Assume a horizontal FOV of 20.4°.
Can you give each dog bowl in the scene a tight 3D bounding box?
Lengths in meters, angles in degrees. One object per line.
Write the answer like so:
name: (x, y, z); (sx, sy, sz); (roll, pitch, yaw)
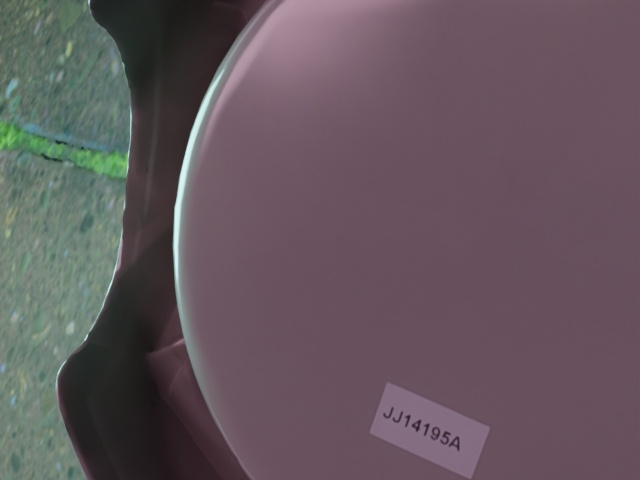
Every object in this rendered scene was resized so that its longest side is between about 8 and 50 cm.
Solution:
dog bowl: (0.076, 0.006, 0.612); (0.349, 0.102, 0.349); (3, 97, 22)
